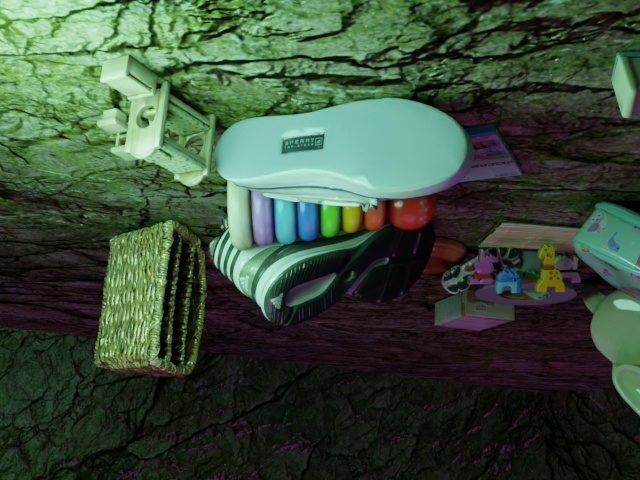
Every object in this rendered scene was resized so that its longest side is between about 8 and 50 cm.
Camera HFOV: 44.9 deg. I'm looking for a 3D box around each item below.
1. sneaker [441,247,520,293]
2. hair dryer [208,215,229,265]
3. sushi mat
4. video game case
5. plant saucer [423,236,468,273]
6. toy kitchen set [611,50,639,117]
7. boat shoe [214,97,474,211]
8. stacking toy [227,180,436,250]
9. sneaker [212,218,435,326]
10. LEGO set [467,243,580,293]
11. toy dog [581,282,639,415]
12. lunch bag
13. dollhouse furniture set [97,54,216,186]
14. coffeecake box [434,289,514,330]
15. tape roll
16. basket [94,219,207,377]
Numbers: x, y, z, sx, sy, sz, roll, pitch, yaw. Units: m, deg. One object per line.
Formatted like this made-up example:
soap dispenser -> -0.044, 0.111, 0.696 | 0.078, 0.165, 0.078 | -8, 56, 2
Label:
sneaker -> 0.332, 0.056, 1.625 | 0.169, 0.068, 0.071 | -19, -177, 10
hair dryer -> -0.120, 0.027, 1.613 | 0.223, 0.080, 0.293 | 7, 163, -15
sushi mat -> 0.479, -0.001, 1.506 | 0.316, 0.019, 0.151 | 5, 163, -4
video game case -> 0.220, -0.125, 1.147 | 0.119, 0.015, 0.166 | -4, 162, 27
plant saucer -> 0.212, 0.035, 1.648 | 0.199, 0.037, 0.200 | 4, 163, 1
toy kitchen set -> 0.424, -0.146, 0.924 | 0.166, 0.122, 0.207 | 0, 143, 11
boat shoe -> 0.044, -0.096, 1.071 | 0.366, 0.136, 0.156 | -2, 163, 26
stacking toy -> 0.021, -0.060, 1.233 | 0.330, 0.141, 0.141 | -2, 164, -1
sneaker -> 0.000, -0.001, 1.422 | 0.447, 0.169, 0.257 | -11, -145, -44
LEGO set -> 0.414, 0.048, 1.523 | 0.227, 0.093, 0.087 | -1, -165, -4
toy dog -> 0.819, 0.249, 1.802 | 0.407, 0.285, 0.395 | 11, -168, -43
lunch bag -> 0.578, 0.049, 1.321 | 0.279, 0.108, 0.224 | 30, -178, -43
dollhouse furniture set -> -0.259, -0.143, 1.028 | 0.160, 0.101, 0.182 | -6, 161, 29
coffeecake box -> 0.409, 0.189, 2.068 | 0.142, 0.068, 0.185 | 9, 163, -16
tape roll -> 0.451, 0.087, 1.712 | 0.219, 0.072, 0.219 | 4, 163, 1
basket -> -0.312, 0.132, 1.616 | 0.223, 0.299, 0.213 | -12, 158, 42
